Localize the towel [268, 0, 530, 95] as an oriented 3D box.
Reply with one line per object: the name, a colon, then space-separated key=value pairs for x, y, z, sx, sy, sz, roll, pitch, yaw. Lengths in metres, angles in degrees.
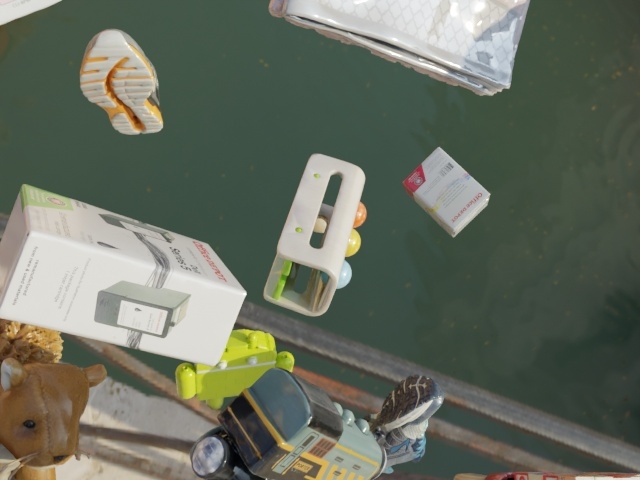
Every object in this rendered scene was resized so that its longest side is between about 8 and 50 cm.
towel: x=0.122 y=-0.351 z=0.822 sx=0.332 sy=0.053 sz=0.316 roll=11 pitch=95 yaw=-31

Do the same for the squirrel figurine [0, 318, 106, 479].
squirrel figurine: x=-0.547 y=0.277 z=1.271 sx=0.281 sy=0.370 sz=0.397 roll=18 pitch=41 yaw=-45

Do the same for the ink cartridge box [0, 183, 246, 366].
ink cartridge box: x=-0.258 y=0.045 z=0.956 sx=0.273 sy=0.114 sz=0.198 roll=19 pitch=11 yaw=-29

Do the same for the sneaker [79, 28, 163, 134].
sneaker: x=-0.239 y=-0.202 z=0.908 sx=0.084 sy=0.215 sz=0.083 roll=-2 pitch=76 yaw=-7

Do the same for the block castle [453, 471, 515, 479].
block castle: x=0.302 y=0.710 z=1.470 sx=0.453 sy=0.213 sz=0.303 roll=-42 pitch=103 yaw=-29

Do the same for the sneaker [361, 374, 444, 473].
sneaker: x=0.168 y=0.366 z=1.471 sx=0.122 sy=0.283 sz=0.110 roll=34 pitch=41 yaw=-7

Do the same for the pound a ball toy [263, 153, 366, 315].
pound a ball toy: x=0.000 y=0.000 z=1.355 sx=0.136 sy=0.208 sz=0.319 roll=19 pitch=44 yaw=-1

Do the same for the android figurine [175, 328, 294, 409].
android figurine: x=-0.180 y=0.272 z=1.578 sx=0.248 sy=0.272 sz=0.056 roll=-4 pitch=52 yaw=-14

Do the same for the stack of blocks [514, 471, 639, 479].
stack of blocks: x=0.542 y=0.486 z=1.416 sx=0.297 sy=0.171 sz=0.087 roll=7 pitch=74 yaw=-23

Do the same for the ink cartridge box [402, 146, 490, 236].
ink cartridge box: x=0.313 y=-0.116 z=1.858 sx=0.128 sy=0.127 sz=0.176 roll=-44 pitch=76 yaw=1

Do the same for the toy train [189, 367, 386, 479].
toy train: x=-0.028 y=0.295 z=1.008 sx=0.190 sy=0.334 sz=0.142 roll=-44 pitch=50 yaw=3

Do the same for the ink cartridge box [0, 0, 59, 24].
ink cartridge box: x=-0.303 y=-0.232 z=0.493 sx=0.189 sy=0.232 sz=0.066 roll=-26 pitch=59 yaw=-13
